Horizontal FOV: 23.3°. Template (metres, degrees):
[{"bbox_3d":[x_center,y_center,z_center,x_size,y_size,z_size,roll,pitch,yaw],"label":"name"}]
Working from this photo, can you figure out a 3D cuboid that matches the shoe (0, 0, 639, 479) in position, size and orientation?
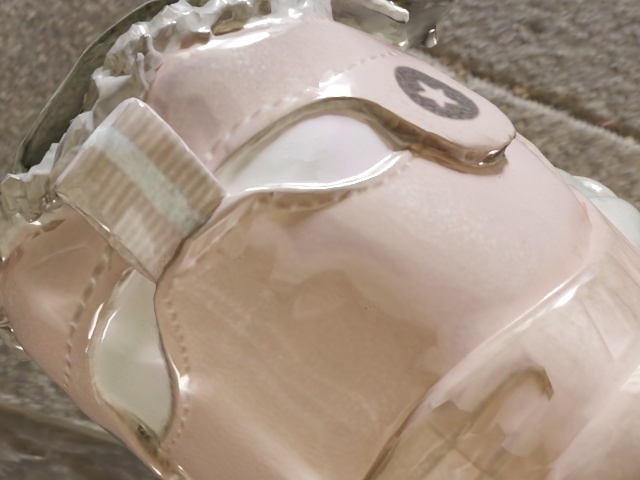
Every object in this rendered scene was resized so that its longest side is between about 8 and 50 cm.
[{"bbox_3d":[0.002,-0.002,0.518,0.198,0.351,0.172,41,88,-10],"label":"shoe"}]
